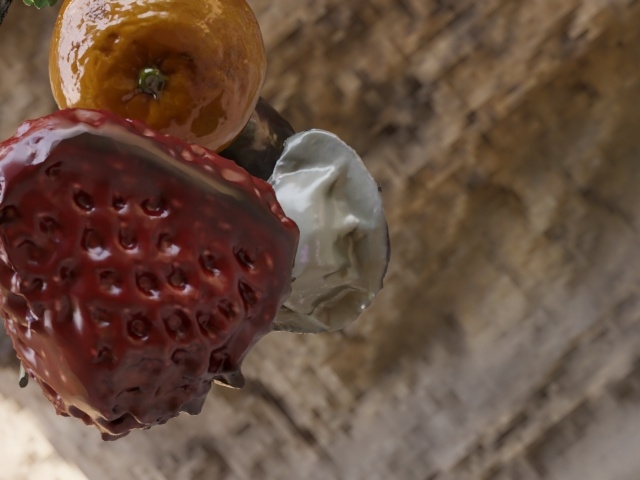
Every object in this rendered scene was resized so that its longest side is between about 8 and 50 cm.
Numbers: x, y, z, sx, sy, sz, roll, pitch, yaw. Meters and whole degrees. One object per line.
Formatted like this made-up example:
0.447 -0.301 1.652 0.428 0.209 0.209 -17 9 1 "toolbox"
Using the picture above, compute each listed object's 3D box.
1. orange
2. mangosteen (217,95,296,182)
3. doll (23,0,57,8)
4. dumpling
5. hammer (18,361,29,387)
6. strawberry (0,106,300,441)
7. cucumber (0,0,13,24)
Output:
-0.194 -0.212 2.323 0.261 0.261 0.261 -39 4 3 "orange"
-0.150 -0.054 2.612 0.330 0.330 0.330 -39 4 3 "mangosteen"
-0.182 -0.255 1.349 0.050 0.190 0.115 1 12 -45 "doll"
0.000 0.000 2.218 0.142 0.172 0.247 -35 -44 -64 "dumpling"
-0.371 0.113 2.488 0.199 0.013 0.062 -95 24 -52 "hammer"
-0.211 0.008 1.948 0.317 0.345 0.295 -36 33 12 "strawberry"
-0.375 -0.195 1.986 0.067 0.067 0.293 -34 28 48 "cucumber"
